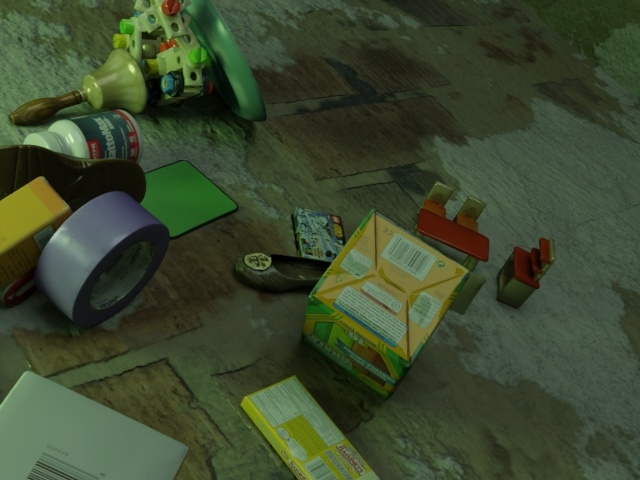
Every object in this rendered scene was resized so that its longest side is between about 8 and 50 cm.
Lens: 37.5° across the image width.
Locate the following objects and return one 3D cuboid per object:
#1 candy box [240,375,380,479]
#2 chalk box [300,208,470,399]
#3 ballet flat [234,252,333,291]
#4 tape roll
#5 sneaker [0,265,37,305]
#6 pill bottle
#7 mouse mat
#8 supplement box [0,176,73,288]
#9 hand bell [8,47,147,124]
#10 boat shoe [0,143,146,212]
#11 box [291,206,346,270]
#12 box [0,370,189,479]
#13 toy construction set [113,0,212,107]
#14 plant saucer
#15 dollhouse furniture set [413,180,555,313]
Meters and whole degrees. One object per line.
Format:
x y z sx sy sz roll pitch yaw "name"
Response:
-0.016 0.290 1.357 0.105 0.027 0.206 -14 53 -46 "candy box"
0.090 0.116 1.472 0.180 0.289 0.179 33 69 10 "chalk box"
-0.026 0.052 1.615 0.250 0.058 0.084 11 39 -23 "ballet flat"
-0.310 0.027 1.348 0.080 0.189 0.189 38 37 15 "tape roll"
-0.430 -0.005 1.399 0.128 0.087 0.221 36 35 8 "sneaker"
-0.398 -0.154 1.581 0.108 0.108 0.180 44 39 21 "pill bottle"
-0.253 -0.076 1.668 0.152 0.007 0.189 41 39 17 "mouse mat"
-0.449 0.015 1.283 0.233 0.080 0.078 -35 64 -21 "supplement box"
-0.449 -0.255 1.701 0.242 0.126 0.126 -27 61 -34 "hand bell"
-0.414 -0.088 1.439 0.098 0.109 0.302 2 3 43 "boat shoe"
0.000 0.000 1.721 0.094 0.027 0.137 12 39 -19 "box"
-0.279 0.329 0.866 0.168 0.345 0.215 26 36 -4 "box"
-0.294 -0.366 1.777 0.151 0.327 0.215 -3 89 -20 "toy construction set"
-0.204 -0.365 1.854 0.043 0.317 0.317 -32 59 -8 "plant saucer"
0.303 0.012 1.814 0.259 0.135 0.262 24 36 -6 "dollhouse furniture set"
